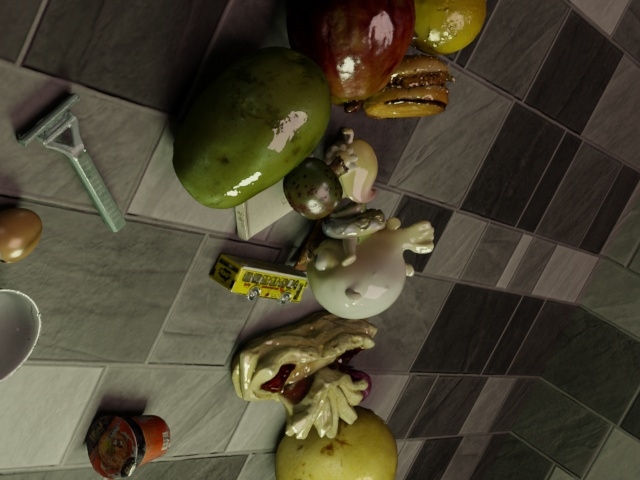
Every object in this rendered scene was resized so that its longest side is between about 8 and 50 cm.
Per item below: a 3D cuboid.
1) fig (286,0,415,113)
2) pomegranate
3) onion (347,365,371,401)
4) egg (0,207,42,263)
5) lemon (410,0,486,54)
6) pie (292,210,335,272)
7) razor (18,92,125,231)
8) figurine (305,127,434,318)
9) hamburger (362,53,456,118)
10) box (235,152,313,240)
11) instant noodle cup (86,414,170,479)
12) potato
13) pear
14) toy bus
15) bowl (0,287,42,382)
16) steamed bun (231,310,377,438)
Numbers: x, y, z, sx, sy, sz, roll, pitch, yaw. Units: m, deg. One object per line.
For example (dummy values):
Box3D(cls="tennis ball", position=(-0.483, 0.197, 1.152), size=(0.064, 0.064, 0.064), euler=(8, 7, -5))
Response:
Box3D(cls="fig", position=(0.051, -0.365, 1.814), size=(0.224, 0.224, 0.263), euler=(-28, 158, -37))
Box3D(cls="pomegranate", position=(-0.009, -0.103, 1.977), size=(0.130, 0.130, 0.130), euler=(-32, 139, -33))
Box3D(cls="onion", position=(0.071, 0.359, 2.551), size=(0.115, 0.115, 0.104), euler=(61, 23, -53))
Box3D(cls="egg", position=(-0.468, -0.011, 1.557), size=(0.096, 0.080, 0.080), euler=(-37, 141, -27))
Box3D(cls="lemon", position=(0.241, -0.454, 2.017), size=(0.206, 0.173, 0.173), euler=(-24, 135, -43))
Box3D(cls="pie", position=(0.000, 0.000, 2.209), size=(0.092, 0.034, 0.170), euler=(18, 101, -52))
Box3D(cls="razor", position=(-0.370, -0.103, 1.627), size=(0.111, 0.056, 0.278), euler=(-46, 145, -19))
Box3D(cls="figurine", position=(0.095, -0.040, 2.110), size=(0.226, 0.274, 0.394), euler=(-92, 175, -79))
Box3D(cls="hamburger", position=(0.163, -0.306, 2.046), size=(0.182, 0.191, 0.118), euler=(3, 82, -27))
Box3D(cls="box", position=(-0.089, -0.092, 2.024), size=(0.198, 0.029, 0.109), euler=(-34, 140, -33))
Box3D(cls="instant noodle cup", position=(-0.367, 0.392, 1.997), size=(0.135, 0.127, 0.127), euler=(1, 117, -61))
Box3D(cls="potato", position=(-0.117, -0.193, 1.729), size=(0.304, 0.216, 0.216), euler=(-35, 146, 4))
Box3D(cls="pear", position=(0.042, 0.548, 2.479), size=(0.309, 0.309, 0.309), euler=(-32, 139, -33))
Box3D(cls="toy bus", position=(-0.125, 0.080, 2.080), size=(0.226, 0.081, 0.074), euler=(14, 101, -52))
Box3D(cls="bowl", position=(-0.537, 0.138, 1.587), size=(0.189, 0.086, 0.189), euler=(-31, 139, -31))
Box3D(cls="steamed bun", position=(-0.014, 0.315, 2.315), size=(0.428, 0.189, 0.247), euler=(-11, 128, -48))
